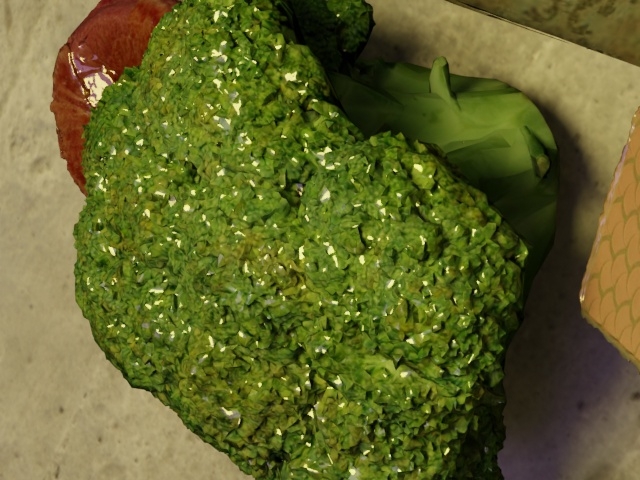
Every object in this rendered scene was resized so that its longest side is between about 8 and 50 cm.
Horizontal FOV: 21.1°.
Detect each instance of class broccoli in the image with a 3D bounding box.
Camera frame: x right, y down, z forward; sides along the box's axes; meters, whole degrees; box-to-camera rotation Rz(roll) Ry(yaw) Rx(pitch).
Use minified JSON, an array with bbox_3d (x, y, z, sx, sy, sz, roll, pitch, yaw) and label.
[{"bbox_3d":[0.002,0.008,1.083,0.413,0.310,0.321,42,118,63],"label":"broccoli"}]

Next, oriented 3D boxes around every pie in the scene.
[{"bbox_3d":[-0.135,-0.102,1.307,0.182,0.050,0.182,8,103,39],"label":"pie"}]

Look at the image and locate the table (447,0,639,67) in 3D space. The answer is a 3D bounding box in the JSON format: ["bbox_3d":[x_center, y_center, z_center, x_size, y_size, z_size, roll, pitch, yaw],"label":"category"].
[{"bbox_3d":[0.176,-0.225,0.840,0.222,0.335,0.272,-63,24,24],"label":"table"}]

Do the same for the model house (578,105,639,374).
[{"bbox_3d":[0.273,0.010,0.922,0.326,0.244,0.169,29,115,30],"label":"model house"}]
